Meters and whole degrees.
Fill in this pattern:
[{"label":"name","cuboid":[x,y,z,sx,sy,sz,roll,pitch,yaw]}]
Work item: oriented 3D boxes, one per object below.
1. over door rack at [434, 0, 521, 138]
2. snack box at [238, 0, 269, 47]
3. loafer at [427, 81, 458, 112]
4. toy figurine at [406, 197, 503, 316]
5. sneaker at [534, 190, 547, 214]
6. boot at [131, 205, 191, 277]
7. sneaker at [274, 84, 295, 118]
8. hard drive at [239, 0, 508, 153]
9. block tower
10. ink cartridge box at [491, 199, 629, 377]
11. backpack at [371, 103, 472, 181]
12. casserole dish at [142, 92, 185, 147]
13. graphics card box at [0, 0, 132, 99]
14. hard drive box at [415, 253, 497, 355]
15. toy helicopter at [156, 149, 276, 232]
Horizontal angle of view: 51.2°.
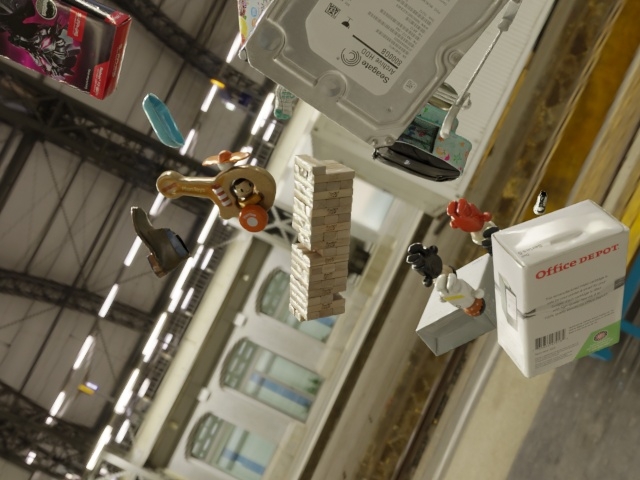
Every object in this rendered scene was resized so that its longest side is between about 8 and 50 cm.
[{"label":"over door rack","cuboid":[0.188,-0.347,1.192,0.324,0.239,0.108,-59,-9,-25]},{"label":"snack box","cuboid":[-0.166,-0.674,2.051,0.070,0.174,0.207,-26,-60,-48]},{"label":"loafer","cuboid":[0.341,-0.485,2.165,0.087,0.251,0.094,-43,-14,-32]},{"label":"toy figurine","cuboid":[0.318,0.042,1.430,0.213,0.148,0.209,-49,35,6]},{"label":"sneaker","cuboid":[0.612,-0.106,1.858,0.083,0.031,0.037,-64,-26,-44]},{"label":"boot","cuboid":[-0.438,-0.015,1.839,0.106,0.219,0.082,-27,-12,3]},{"label":"sneaker","cuboid":[-0.096,-0.414,1.845,0.166,0.064,0.076,119,155,-56]},{"label":"hard drive","cuboid":[0.086,-0.300,0.808,0.339,0.236,0.064,-50,18,26]},{"label":"block tower","cuboid":[0.000,0.000,1.338,0.091,0.097,0.336,37,131,56]},{"label":"ink cartridge box","cuboid":[0.426,0.088,1.198,0.115,0.198,0.273,-119,12,-53]},{"label":"backpack","cuboid":[0.301,-0.273,1.914,0.225,0.253,0.191,132,163,-80]},{"label":"casserole dish","cuboid":[-0.461,-0.343,1.954,0.037,0.188,0.114,-32,-11,12]},{"label":"graphics card box","cuboid":[-0.709,-0.556,1.772,0.094,0.370,0.233,-71,8,-53]},{"label":"hard drive box","cuboid":[0.353,0.153,1.643,0.181,0.089,0.232,-35,11,35]},{"label":"toy helicopter","cuboid":[-0.303,-0.165,1.934,0.140,0.354,0.235,-77,-10,-52]}]
